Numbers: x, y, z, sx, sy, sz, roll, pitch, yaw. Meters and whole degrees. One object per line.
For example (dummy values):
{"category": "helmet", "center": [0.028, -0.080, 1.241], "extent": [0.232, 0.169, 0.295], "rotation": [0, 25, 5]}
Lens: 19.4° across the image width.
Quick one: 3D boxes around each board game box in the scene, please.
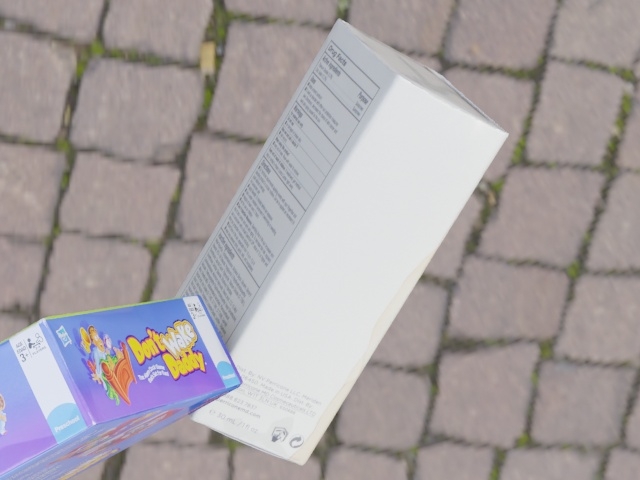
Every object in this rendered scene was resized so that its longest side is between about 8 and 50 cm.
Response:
{"category": "board game box", "center": [-0.256, 0.156, 1.340], "extent": [0.347, 0.233, 0.078], "rotation": [-29, 81, 20]}

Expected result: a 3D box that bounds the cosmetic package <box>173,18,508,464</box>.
{"category": "cosmetic package", "center": [0.000, 0.000, 1.473], "extent": [0.113, 0.160, 0.309], "rotation": [27, 103, -25]}
